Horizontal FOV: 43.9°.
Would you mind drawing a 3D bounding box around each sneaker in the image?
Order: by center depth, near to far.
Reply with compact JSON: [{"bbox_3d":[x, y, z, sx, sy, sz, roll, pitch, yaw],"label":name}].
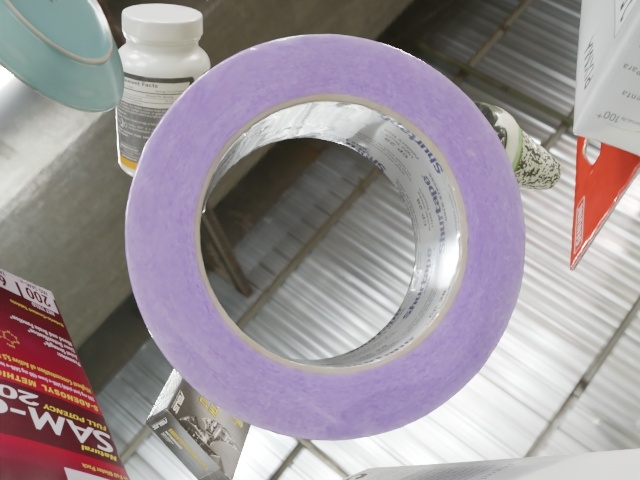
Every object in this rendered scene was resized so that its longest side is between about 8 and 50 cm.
[{"bbox_3d":[0.235,-0.153,1.281,0.182,0.410,0.158,17,-73,-25],"label":"sneaker"}]

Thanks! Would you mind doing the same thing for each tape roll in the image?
[{"bbox_3d":[0.000,0.000,0.401,0.189,0.189,0.080,-52,5,-10],"label":"tape roll"}]

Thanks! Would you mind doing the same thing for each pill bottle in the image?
[{"bbox_3d":[-0.271,-0.254,1.373,0.162,0.162,0.278,-29,-47,-47],"label":"pill bottle"}]

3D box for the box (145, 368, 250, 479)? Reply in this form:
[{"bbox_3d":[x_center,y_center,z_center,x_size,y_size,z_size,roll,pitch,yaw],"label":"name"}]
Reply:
[{"bbox_3d":[-0.215,0.324,1.481,0.056,0.183,0.231,-34,15,20],"label":"box"}]

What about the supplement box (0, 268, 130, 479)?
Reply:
[{"bbox_3d":[-0.221,0.111,0.542,0.073,0.239,0.130,-43,-39,6],"label":"supplement box"}]

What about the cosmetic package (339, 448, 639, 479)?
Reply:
[{"bbox_3d":[0.103,0.211,0.331,0.156,0.217,0.385,-13,-10,-34],"label":"cosmetic package"}]

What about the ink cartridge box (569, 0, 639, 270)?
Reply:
[{"bbox_3d":[0.223,-0.153,0.602,0.239,0.060,0.275,110,-179,-46],"label":"ink cartridge box"}]

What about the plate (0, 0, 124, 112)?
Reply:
[{"bbox_3d":[-0.208,-0.179,0.587,0.024,0.188,0.188,-33,-15,20],"label":"plate"}]
